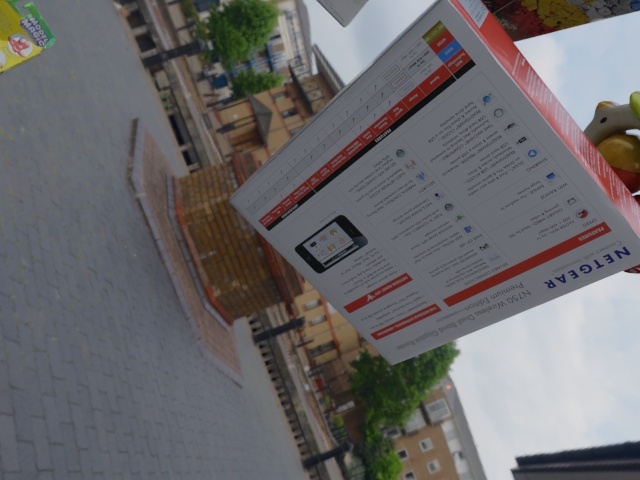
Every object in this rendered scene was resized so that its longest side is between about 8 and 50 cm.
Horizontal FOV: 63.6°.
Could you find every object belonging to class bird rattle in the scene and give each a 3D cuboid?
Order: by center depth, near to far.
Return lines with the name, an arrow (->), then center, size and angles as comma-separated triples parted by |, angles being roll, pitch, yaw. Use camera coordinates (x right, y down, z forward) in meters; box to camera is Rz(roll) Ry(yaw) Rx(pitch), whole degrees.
bird rattle -> 0.421, -0.080, 0.670 | 0.207, 0.143, 0.254 | -127, -150, -55

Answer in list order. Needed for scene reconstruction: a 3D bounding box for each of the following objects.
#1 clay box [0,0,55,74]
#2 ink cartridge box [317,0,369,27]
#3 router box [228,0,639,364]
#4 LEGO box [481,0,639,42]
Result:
clay box -> -0.521, -0.293, 0.750 | 0.053, 0.222, 0.128 | 17, -40, 57
ink cartridge box -> 0.086, -0.820, 1.357 | 0.308, 0.385, 0.091 | 42, 25, -11
router box -> 0.108, -0.036, 0.566 | 0.301, 0.335, 0.082 | 46, 40, -12
LEGO box -> 0.531, -0.679, 0.969 | 0.193, 0.501, 0.372 | 24, -3, -29
